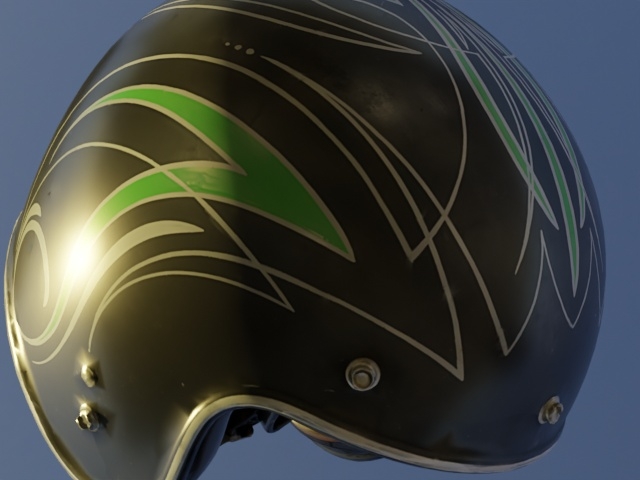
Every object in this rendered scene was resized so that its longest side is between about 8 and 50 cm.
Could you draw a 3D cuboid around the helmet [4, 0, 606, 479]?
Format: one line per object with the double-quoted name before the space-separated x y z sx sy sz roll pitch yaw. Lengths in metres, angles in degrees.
"helmet" 0.000 0.000 0.424 0.161 0.169 0.169 -33 -118 36
